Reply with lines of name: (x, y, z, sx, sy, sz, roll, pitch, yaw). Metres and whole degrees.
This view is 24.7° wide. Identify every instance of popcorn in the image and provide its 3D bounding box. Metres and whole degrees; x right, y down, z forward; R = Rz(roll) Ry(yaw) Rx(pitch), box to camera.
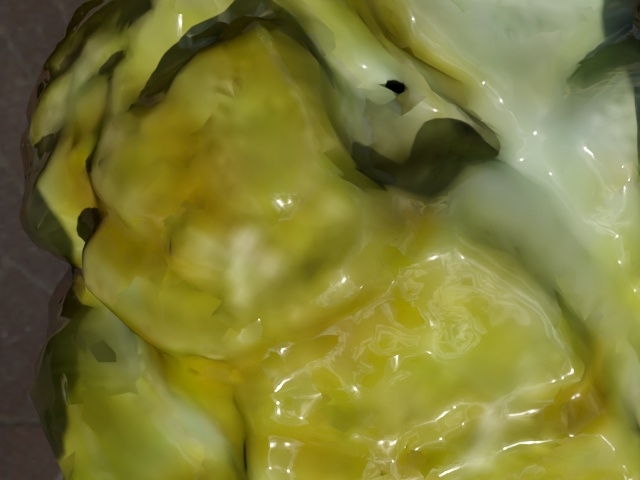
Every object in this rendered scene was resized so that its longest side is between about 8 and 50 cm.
popcorn: (0.028, -0.014, 0.491, 0.276, 0.225, 0.276, -22, 90, -78)
